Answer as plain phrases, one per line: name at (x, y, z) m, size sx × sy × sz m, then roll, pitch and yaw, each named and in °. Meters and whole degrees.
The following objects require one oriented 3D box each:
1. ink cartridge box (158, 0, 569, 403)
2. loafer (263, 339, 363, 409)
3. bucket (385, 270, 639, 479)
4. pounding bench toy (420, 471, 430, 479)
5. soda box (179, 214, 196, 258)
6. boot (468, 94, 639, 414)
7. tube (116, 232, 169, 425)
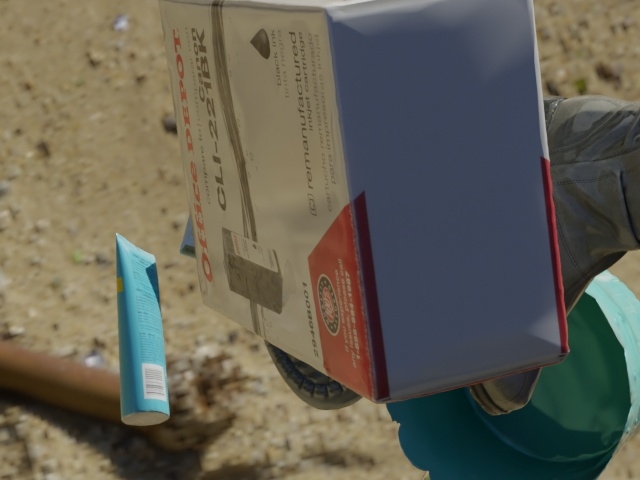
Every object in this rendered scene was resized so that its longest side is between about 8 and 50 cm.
ink cartridge box at (0.013, -0.044, 0.989) m, size 0.114 × 0.273 × 0.197 m, roll -12°, pitch 103°, yaw -19°
loafer at (0.000, 0.000, 1.298) m, size 0.087 × 0.094 × 0.251 m, roll 41°, pitch 37°, yaw -68°
bucket at (0.222, 0.142, 1.935) m, size 0.183 × 0.281 × 0.281 m, roll -15°, pitch 87°, yaw -65°
pounding bench toy at (0.174, 0.301, 2.336) m, size 0.052 × 0.065 × 0.083 m, roll 39°, pitch 71°, yaw -10°
soda box at (-0.111, -0.002, 2.144) m, size 0.216 × 0.073 × 0.069 m, roll 47°, pitch 58°, yaw -85°
boot at (0.187, -0.002, 1.188) m, size 0.083 × 0.161 × 0.247 m, roll 44°, pitch 55°, yaw -44°
tube at (-0.198, 0.099, 2.008) m, size 0.080 × 0.052 × 0.207 m, roll 42°, pitch 39°, yaw -61°
